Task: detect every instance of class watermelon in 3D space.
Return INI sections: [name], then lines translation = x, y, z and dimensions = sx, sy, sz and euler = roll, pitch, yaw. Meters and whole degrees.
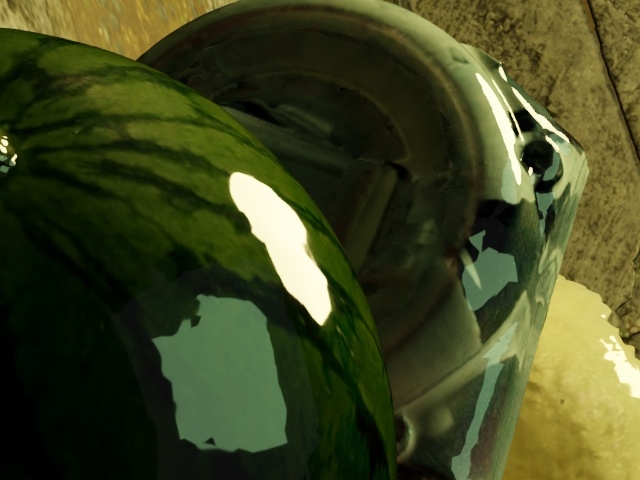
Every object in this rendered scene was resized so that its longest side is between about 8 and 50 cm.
[watermelon]
translation = -0.094, 0.059, 0.505
dimensions = 0.242, 0.242, 0.242
euler = -18, 90, -78

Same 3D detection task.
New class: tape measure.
[tape measure]
translation = 0.000, 0.000, 0.900
dimensions = 0.147, 0.275, 0.256
euler = 57, 48, -65

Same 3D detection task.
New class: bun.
[bun]
translation = 0.141, 0.204, 1.327
dimensions = 0.364, 0.202, 0.364
euler = 55, -19, 30
